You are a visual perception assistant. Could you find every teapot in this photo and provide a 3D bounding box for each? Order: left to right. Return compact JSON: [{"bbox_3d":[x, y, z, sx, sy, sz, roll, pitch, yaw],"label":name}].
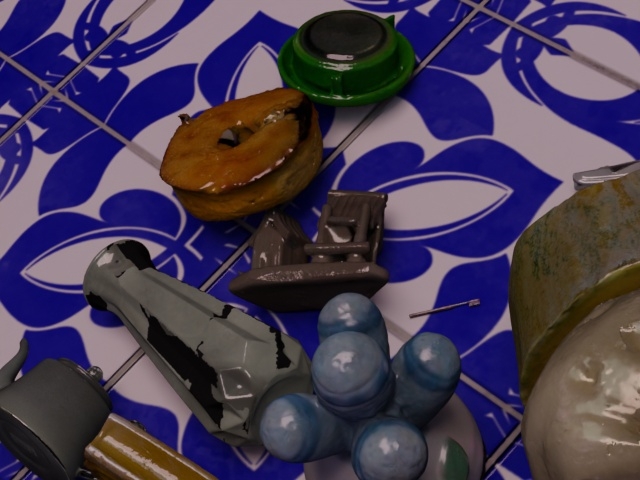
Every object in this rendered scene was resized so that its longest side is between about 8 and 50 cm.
[{"bbox_3d":[-0.335,0.228,1.810,0.239,0.162,0.149,34,59,16],"label":"teapot"}]

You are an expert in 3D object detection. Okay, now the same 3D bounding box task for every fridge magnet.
[{"bbox_3d":[0.039,-0.275,2.042,0.208,0.088,0.208,-2,43,2],"label":"fridge magnet"}]

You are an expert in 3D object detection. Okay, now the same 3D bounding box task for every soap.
[{"bbox_3d":[-0.174,0.311,1.670,0.232,0.140,0.073,31,72,9],"label":"soap"}]

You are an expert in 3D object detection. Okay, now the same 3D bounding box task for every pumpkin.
[{"bbox_3d":[0.364,0.064,1.592,0.332,0.332,0.199,-22,46,3],"label":"pumpkin"}]

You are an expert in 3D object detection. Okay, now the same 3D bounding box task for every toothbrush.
[{"bbox_3d":[0.165,0.091,1.815,0.097,0.006,0.008,-13,58,10],"label":"toothbrush"}]

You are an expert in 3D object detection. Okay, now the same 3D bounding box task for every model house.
[{"bbox_3d":[0.002,0.008,1.854,0.229,0.122,0.188,-5,51,22],"label":"model house"}]

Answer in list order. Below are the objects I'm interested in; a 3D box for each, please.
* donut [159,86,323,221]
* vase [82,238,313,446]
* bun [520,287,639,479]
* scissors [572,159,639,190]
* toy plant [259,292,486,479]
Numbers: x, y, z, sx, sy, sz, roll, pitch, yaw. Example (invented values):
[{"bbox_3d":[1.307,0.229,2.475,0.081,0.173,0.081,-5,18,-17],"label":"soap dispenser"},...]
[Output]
[{"bbox_3d":[-0.110,-0.126,1.946,0.253,0.118,0.253,-15,28,8],"label":"donut"},{"bbox_3d":[-0.171,0.127,1.816,0.165,0.165,0.360,-45,52,-14],"label":"vase"},{"bbox_3d":[0.385,0.197,1.363,0.234,0.362,0.326,-26,41,56],"label":"bun"},{"bbox_3d":[0.461,-0.099,1.833,0.242,0.030,0.118,-11,54,6],"label":"scissors"},{"bbox_3d":[0.058,0.198,1.579,0.247,0.332,0.247,-7,56,11],"label":"toy plant"}]
